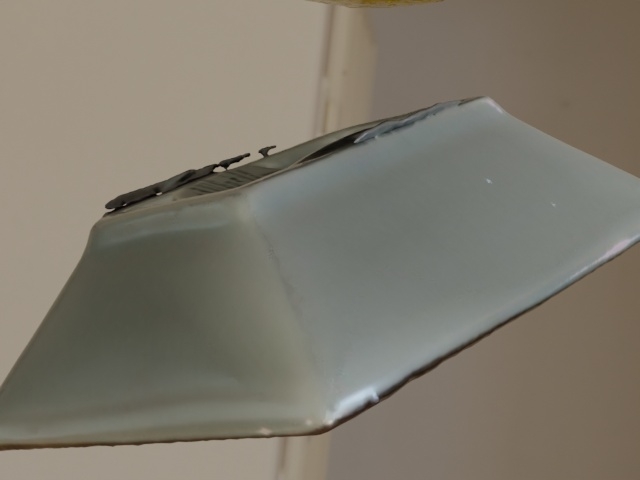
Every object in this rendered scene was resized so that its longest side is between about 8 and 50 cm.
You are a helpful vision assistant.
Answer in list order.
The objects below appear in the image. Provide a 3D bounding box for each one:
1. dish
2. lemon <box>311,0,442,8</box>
[{"bbox_3d":[0.000,0.000,0.584,0.182,0.080,0.243,-9,11,41],"label":"dish"},{"bbox_3d":[0.020,-0.257,0.832,0.310,0.258,0.258,9,1,25],"label":"lemon"}]
